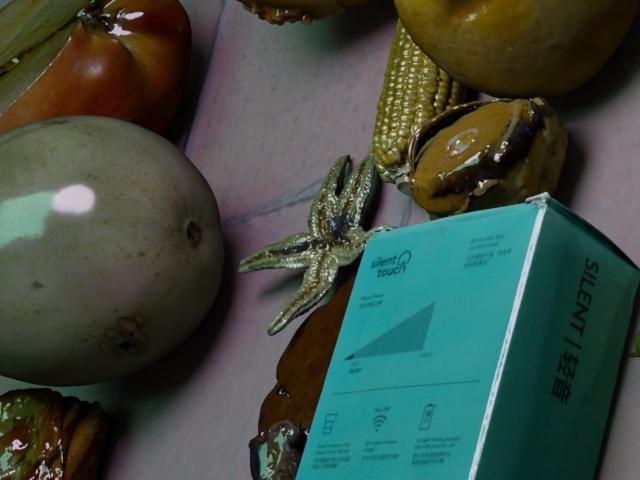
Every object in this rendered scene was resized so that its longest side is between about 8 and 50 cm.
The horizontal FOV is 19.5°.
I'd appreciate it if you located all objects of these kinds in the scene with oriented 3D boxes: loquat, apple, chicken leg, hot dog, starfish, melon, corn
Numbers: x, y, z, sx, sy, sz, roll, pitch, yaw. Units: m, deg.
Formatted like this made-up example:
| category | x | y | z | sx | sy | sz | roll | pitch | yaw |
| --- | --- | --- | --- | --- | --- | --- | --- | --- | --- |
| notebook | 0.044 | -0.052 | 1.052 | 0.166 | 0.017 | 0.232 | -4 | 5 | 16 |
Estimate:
| category | x | y | z | sx | sy | sz | roll | pitch | yaw |
| --- | --- | --- | --- | --- | --- | --- | --- | --- | --- |
| loquat | 0.155 | -0.222 | 1.505 | 0.213 | 0.213 | 0.213 | -36 | 38 | 34 |
| apple | -0.313 | -0.165 | 2.057 | 0.365 | 0.295 | 0.329 | -24 | 71 | 40 |
| chicken leg | -0.030 | 0.248 | 1.472 | 0.125 | 0.080 | 0.196 | -42 | 42 | 28 |
| hot dog | -0.302 | 0.272 | 1.814 | 0.196 | 0.122 | 0.272 | -5 | 58 | 46 |
| starfish | 0.001 | 0.002 | 1.672 | 0.217 | 0.050 | 0.223 | -9 | 40 | 42 |
| melon | -0.250 | 0.013 | 1.812 | 0.330 | 0.268 | 0.268 | -10 | 54 | 33 |
| corn | 0.094 | -0.145 | 1.641 | 0.080 | 0.080 | 0.238 | -23 | 47 | 45 |

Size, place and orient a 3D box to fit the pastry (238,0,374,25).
| category | x | y | z | sx | sy | sz | roll | pitch | yaw |
| --- | --- | --- | --- | --- | --- | --- | --- | --- | --- |
| pastry | 0.034 | -0.322 | 1.799 | 0.311 | 0.162 | 0.255 | -19 | 37 | 34 |

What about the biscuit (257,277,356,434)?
| category | x | y | z | sx | sy | sz | roll | pitch | yaw |
| --- | --- | --- | --- | --- | --- | --- | --- | --- | --- |
| biscuit | 0.018 | 0.123 | 1.557 | 0.212 | 0.036 | 0.212 | -38 | 36 | 34 |

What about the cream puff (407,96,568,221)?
| category | x | y | z | sx | sy | sz | roll | pitch | yaw |
| --- | --- | --- | --- | --- | --- | --- | --- | --- | --- |
| cream puff | 0.137 | -0.057 | 1.477 | 0.133 | 0.104 | 0.119 | -39 | 26 | -8 |

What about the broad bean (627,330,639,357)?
| category | x | y | z | sx | sy | sz | roll | pitch | yaw |
| --- | --- | --- | --- | --- | --- | --- | --- | --- | --- |
| broad bean | 0.296 | 0.061 | 1.201 | 0.254 | 0.046 | 0.065 | -16 | 45 | 47 |

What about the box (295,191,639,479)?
| category | x | y | z | sx | sy | sz | roll | pitch | yaw |
| --- | --- | --- | --- | --- | --- | --- | --- | --- | --- |
| box | 0.097 | 0.139 | 1.351 | 0.205 | 0.118 | 0.311 | -11 | 56 | 49 |
